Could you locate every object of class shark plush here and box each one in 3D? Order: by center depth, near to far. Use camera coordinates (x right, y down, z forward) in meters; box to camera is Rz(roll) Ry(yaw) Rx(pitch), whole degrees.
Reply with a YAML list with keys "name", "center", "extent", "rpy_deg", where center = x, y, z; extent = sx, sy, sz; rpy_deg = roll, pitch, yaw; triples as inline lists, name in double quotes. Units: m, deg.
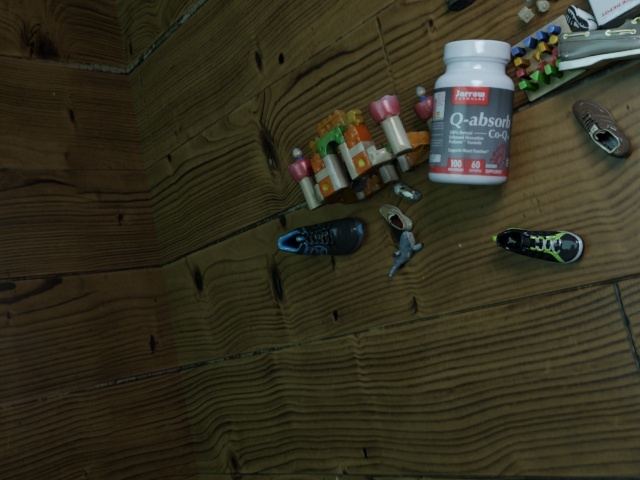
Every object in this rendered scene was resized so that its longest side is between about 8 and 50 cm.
- name: "shark plush"
  center: [0.245, 0.036, 2.039]
  extent: [0.073, 0.067, 0.161]
  rpy_deg: [55, 128, 28]

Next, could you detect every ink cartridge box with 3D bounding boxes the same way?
- name: "ink cartridge box"
  center: [0.689, -0.599, 1.523]
  extent: [0.127, 0.072, 0.175]
  rpy_deg: [-26, 75, 44]

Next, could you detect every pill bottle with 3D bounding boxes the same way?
- name: "pill bottle"
  center: [0.402, -0.332, 1.745]
  extent: [0.210, 0.210, 0.362]
  rpy_deg: [9, 100, 46]

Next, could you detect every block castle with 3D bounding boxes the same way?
- name: "block castle"
  center: [0.137, -0.277, 1.964]
  extent: [0.453, 0.303, 0.212]
  rpy_deg: [-30, 78, 44]

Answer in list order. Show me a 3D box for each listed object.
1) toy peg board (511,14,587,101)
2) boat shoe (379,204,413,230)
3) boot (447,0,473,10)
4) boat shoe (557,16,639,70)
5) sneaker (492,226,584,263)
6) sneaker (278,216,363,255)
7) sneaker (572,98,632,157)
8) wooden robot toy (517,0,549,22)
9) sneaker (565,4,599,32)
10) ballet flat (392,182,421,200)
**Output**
- name: "toy peg board"
  center: [0.561, -0.464, 1.664]
  extent: [0.161, 0.079, 0.160]
  rpy_deg: [-27, 74, 43]
- name: "boat shoe"
  center: [0.231, -0.074, 2.061]
  extent: [0.135, 0.045, 0.050]
  rpy_deg: [36, 118, 39]
- name: "boot"
  center: [0.417, -0.741, 1.802]
  extent: [0.198, 0.077, 0.136]
  rpy_deg: [-20, 74, 44]
- name: "boat shoe"
  center: [0.691, -0.453, 1.479]
  extent: [0.305, 0.109, 0.091]
  rpy_deg: [-4, 97, 34]
- name: "sneaker"
  center: [0.554, 0.015, 1.692]
  extent: [0.235, 0.097, 0.084]
  rpy_deg: [7, 99, 46]
- name: "sneaker"
  center: [0.000, 0.000, 2.241]
  extent: [0.341, 0.140, 0.124]
  rpy_deg: [-15, 80, 45]
- name: "sneaker"
  center: [0.667, -0.274, 1.571]
  extent: [0.188, 0.071, 0.066]
  rpy_deg: [56, 129, 27]
- name: "wooden robot toy"
  center: [0.566, -0.643, 1.673]
  extent: [0.079, 0.076, 0.173]
  rpy_deg: [-95, 28, -58]
- name: "sneaker"
  center: [0.642, -0.541, 1.608]
  extent: [0.040, 0.044, 0.109]
  rpy_deg: [98, 157, -48]
- name: "ballet flat"
  center: [0.259, -0.152, 2.031]
  extent: [0.114, 0.041, 0.041]
  rpy_deg: [28, 112, 42]
